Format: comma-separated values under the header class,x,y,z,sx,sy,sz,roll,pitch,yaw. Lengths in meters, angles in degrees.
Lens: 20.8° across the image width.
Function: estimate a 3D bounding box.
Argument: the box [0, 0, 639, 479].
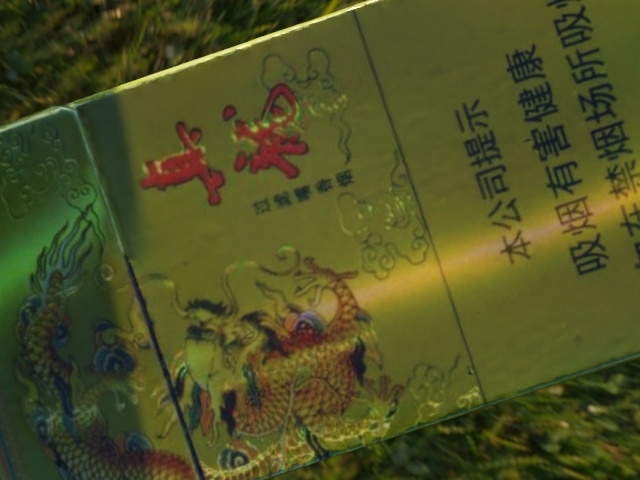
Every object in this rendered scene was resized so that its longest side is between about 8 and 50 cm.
class,x,y,z,sx,sy,sz,roll,pitch,yaw
box,0.000,0.000,0.708,0.311,0.043,0.173,-18,90,5
